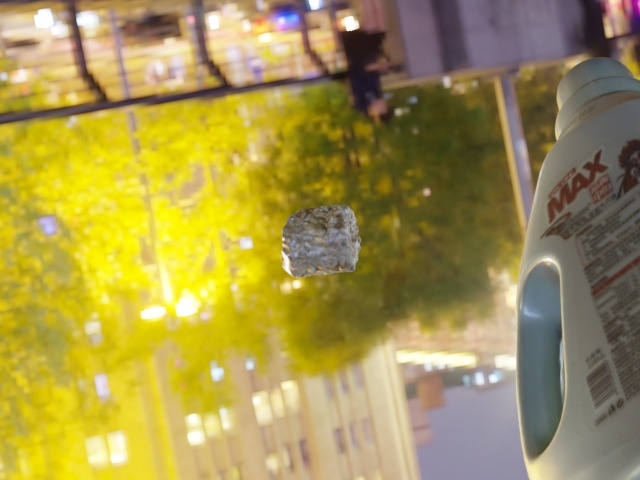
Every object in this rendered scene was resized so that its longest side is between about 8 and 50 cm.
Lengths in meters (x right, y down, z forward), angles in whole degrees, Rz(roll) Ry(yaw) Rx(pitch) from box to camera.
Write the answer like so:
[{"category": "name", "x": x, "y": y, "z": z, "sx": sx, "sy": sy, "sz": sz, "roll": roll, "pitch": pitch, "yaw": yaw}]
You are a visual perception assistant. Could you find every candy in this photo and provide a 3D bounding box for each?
[{"category": "candy", "x": 0.000, "y": 0.000, "z": 1.935, "sx": 0.110, "sy": 0.095, "sz": 0.085, "roll": 0, "pitch": -160, "yaw": 23}]

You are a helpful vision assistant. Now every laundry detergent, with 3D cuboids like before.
[{"category": "laundry detergent", "x": 0.228, "y": 0.020, "z": 1.018, "sx": 0.125, "sy": 0.398, "sz": 0.264, "roll": 28, "pitch": 122, "yaw": -29}]
